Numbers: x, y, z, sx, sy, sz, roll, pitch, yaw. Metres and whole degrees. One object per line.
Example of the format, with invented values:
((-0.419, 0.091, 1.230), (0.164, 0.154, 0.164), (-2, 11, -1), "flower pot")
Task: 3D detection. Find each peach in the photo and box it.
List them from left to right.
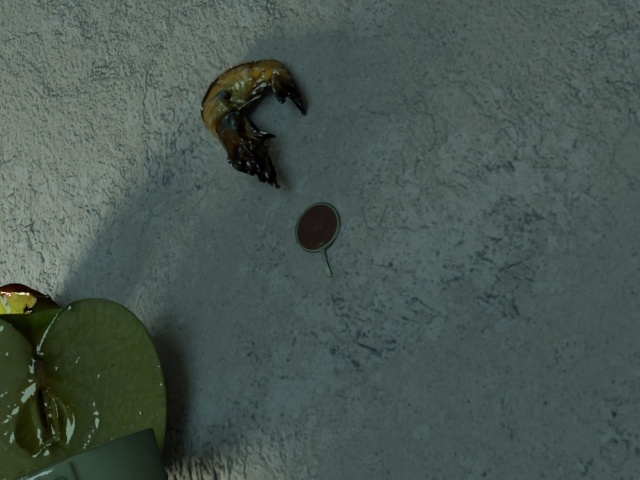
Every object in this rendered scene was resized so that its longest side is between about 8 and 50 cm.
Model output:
((-0.565, 0.208, 1.785), (0.159, 0.154, 0.267), (19, 90, 29), "peach")

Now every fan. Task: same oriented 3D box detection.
((0.000, 0.000, 1.557), (0.085, 0.005, 0.133), (-27, 59, 24), "fan")

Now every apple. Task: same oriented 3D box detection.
((-0.435, 0.285, 1.570), (0.320, 0.312, 0.360), (-14, 81, 37), "apple")

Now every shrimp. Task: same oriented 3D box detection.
((-0.103, -0.212, 1.674), (0.178, 0.075, 0.289), (-46, 41, 10), "shrimp")

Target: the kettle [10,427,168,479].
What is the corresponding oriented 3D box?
((-0.286, 0.472, 1.323), (0.250, 0.361, 0.376), (-20, 82, -8), "kettle")
